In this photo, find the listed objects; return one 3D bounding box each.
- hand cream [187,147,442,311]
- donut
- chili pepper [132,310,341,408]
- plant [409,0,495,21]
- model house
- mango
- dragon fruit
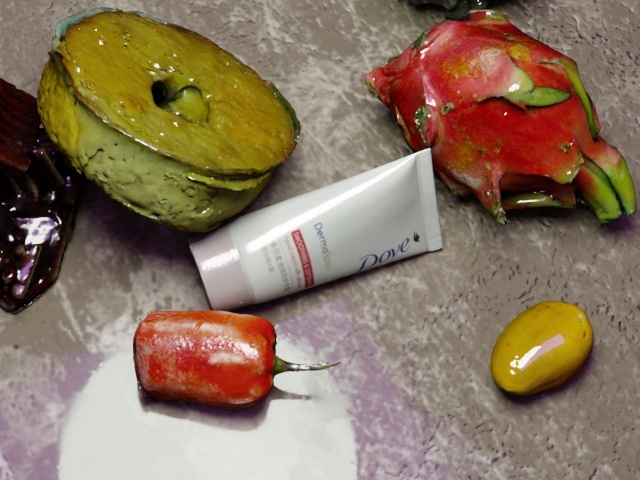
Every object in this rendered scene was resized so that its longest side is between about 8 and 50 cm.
[{"bbox_3d":[0.000,0.000,1.393,0.247,0.133,0.083,-19,46,-4],"label":"hand cream"},{"bbox_3d":[-0.151,-0.108,1.361,0.272,0.107,0.272,25,26,-14],"label":"donut"},{"bbox_3d":[-0.076,0.113,1.345,0.192,0.086,0.084,2,50,5],"label":"chili pepper"},{"bbox_3d":[0.151,-0.337,1.500,0.178,0.234,0.204,-8,89,13],"label":"plant"},{"bbox_3d":[-0.302,-0.049,1.353,0.141,0.164,0.203,4,69,2],"label":"model house"},{"bbox_3d":[0.213,0.106,1.388,0.080,0.060,0.114,42,73,15],"label":"mango"},{"bbox_3d":[0.180,-0.106,1.430,0.269,0.200,0.198,47,57,-28],"label":"dragon fruit"}]
